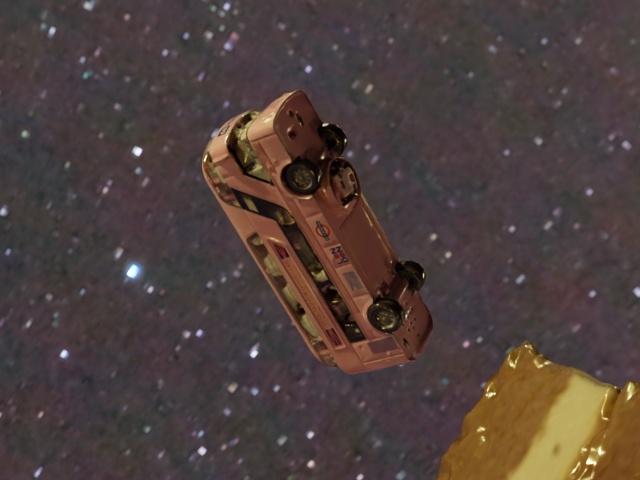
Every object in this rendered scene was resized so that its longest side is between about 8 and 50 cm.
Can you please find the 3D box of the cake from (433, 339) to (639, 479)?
[{"bbox_3d":[0.167,0.226,0.593,0.256,0.290,0.282,36,-101,-21],"label":"cake"}]

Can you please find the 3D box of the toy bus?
[{"bbox_3d":[0.000,0.000,0.905,0.203,0.090,0.063,60,-144,-20],"label":"toy bus"}]
